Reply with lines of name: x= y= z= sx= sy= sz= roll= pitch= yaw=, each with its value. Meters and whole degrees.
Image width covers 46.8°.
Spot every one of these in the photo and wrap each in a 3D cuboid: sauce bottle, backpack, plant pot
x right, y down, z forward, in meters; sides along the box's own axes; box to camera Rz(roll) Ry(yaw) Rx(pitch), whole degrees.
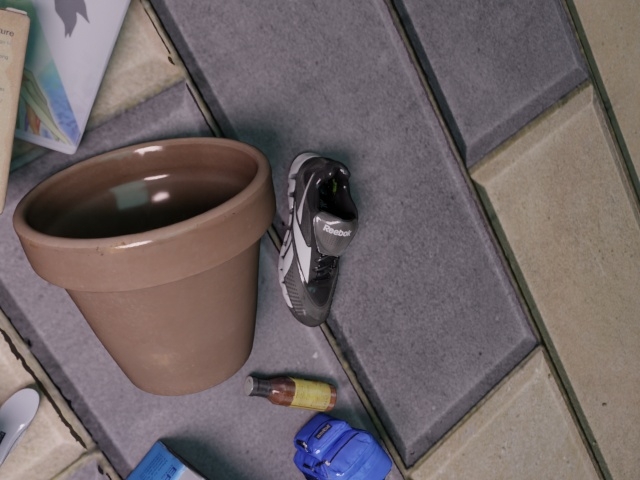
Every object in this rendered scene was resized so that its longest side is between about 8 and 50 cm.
sauce bottle: x=-0.040 y=0.201 z=0.985 sx=0.128 sy=0.042 sz=0.042 roll=17 pitch=83 yaw=-31
backpack: x=0.025 y=0.289 z=0.981 sx=0.098 sy=0.120 sz=0.101 roll=-46 pitch=113 yaw=-20
plant pot: x=-0.168 y=0.038 z=0.806 sx=0.263 sy=0.263 sz=0.229 roll=-23 pitch=121 yaw=-28

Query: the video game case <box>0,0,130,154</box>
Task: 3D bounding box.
video game case: x=-0.356 y=-0.272 z=0.726 sx=0.329 sy=0.036 sz=0.299 roll=17 pitch=104 yaw=-30

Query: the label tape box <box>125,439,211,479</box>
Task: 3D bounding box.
label tape box: x=-0.143 y=0.451 z=0.896 sx=0.347 sy=0.115 sz=0.249 roll=47 pitch=70 yaw=-22

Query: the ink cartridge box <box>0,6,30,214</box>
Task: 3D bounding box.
ink cartridge box: x=-0.397 y=-0.130 z=0.660 sx=0.235 sy=0.088 sz=0.193 roll=9 pitch=83 yaw=-26

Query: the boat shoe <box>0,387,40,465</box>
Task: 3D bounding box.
boat shoe: x=-0.341 y=0.209 z=0.814 sx=0.035 sy=0.035 sz=0.100 roll=26 pitch=73 yaw=-5

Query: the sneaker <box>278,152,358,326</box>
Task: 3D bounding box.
sneaker: x=0.000 y=0.000 z=0.962 sx=0.078 sy=0.106 sz=0.234 roll=2 pitch=91 yaw=-30
